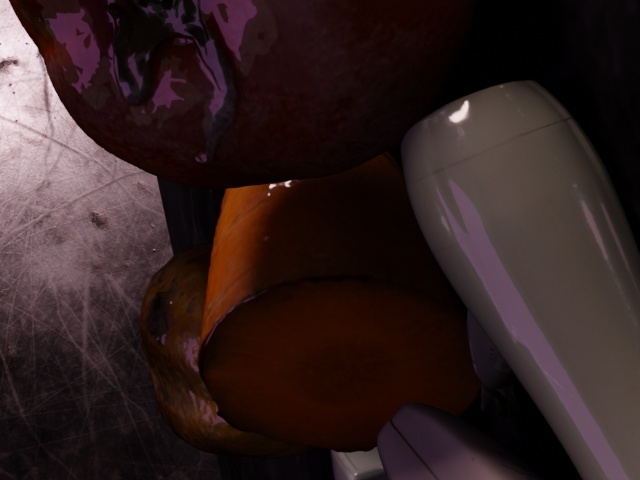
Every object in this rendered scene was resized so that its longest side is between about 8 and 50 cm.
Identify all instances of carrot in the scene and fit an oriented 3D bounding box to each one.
[{"bbox_3d":[0.000,0.000,0.686,0.159,0.159,0.225,90,173,-46],"label":"carrot"}]

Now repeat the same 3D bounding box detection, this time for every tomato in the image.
[{"bbox_3d":[-0.030,-0.135,0.523,0.188,0.232,0.232,-48,-42,-53],"label":"tomato"}]

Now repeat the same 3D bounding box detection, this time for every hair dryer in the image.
[{"bbox_3d":[0.100,0.065,0.494,0.237,0.075,0.206,87,161,-68],"label":"hair dryer"}]

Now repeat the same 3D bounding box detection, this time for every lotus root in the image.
[{"bbox_3d":[-0.067,0.088,0.977,0.291,0.193,0.193,-140,40,-71],"label":"lotus root"}]

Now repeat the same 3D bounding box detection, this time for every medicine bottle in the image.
[{"bbox_3d":[0.045,0.213,0.868,0.074,0.055,0.117,-139,39,-69],"label":"medicine bottle"}]

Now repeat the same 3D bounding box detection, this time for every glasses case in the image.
[{"bbox_3d":[0.092,0.139,0.495,0.092,0.059,0.233,39,-178,-20],"label":"glasses case"}]

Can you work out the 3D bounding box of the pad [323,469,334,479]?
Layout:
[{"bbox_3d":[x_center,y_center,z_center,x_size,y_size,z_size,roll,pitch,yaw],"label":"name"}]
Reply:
[{"bbox_3d":[0.048,0.386,1.153,0.159,0.009,0.265,92,160,-49],"label":"pad"}]
